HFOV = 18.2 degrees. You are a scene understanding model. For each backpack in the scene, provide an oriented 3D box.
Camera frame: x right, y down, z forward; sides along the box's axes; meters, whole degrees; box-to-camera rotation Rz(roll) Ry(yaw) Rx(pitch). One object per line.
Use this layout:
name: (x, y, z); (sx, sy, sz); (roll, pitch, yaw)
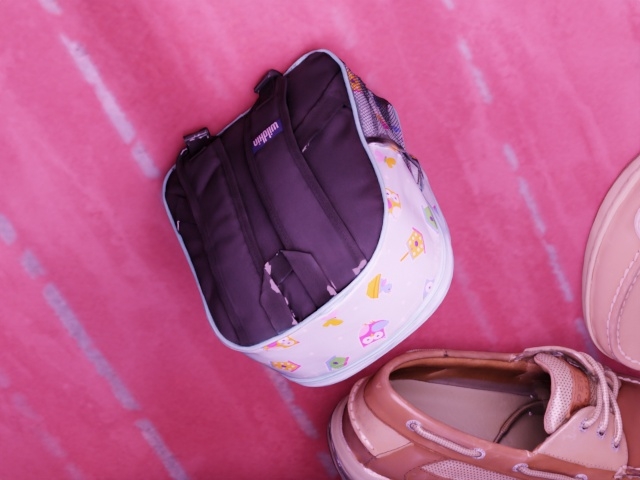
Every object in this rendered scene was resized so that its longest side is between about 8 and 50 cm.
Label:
backpack: (0.000, 0.000, 1.290); (0.166, 0.188, 0.144); (-35, 131, 16)

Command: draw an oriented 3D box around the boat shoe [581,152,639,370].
boat shoe: (0.283, -0.021, 1.404); (0.121, 0.110, 0.341); (5, 130, -20)

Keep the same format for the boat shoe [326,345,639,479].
boat shoe: (0.172, 0.142, 1.503); (0.324, 0.123, 0.120); (2, 144, -18)
